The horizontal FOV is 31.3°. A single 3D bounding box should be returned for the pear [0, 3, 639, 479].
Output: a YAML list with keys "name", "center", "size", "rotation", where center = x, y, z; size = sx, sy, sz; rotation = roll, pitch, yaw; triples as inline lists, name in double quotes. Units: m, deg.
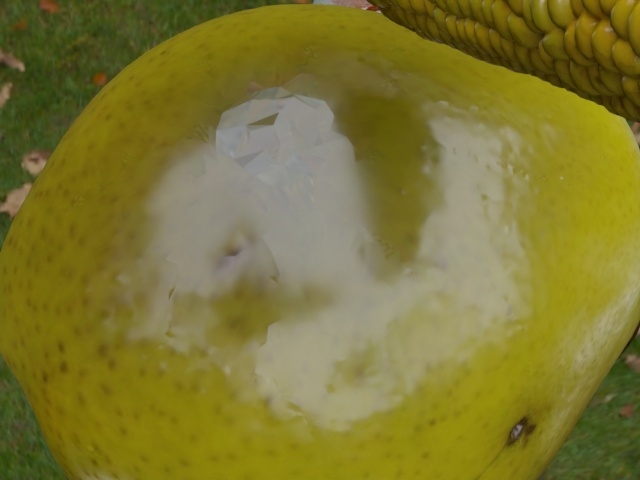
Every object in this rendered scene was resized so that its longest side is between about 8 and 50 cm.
- name: "pear"
  center: [0.000, 0.000, 0.640]
  size: [0.386, 0.191, 0.340]
  rotation: [-24, 64, -4]

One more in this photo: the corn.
- name: "corn"
  center: [0.093, -0.110, 0.433]
  size: [0.101, 0.310, 0.101]
  rotation: [-8, 111, -21]

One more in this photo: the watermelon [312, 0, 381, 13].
- name: "watermelon"
  center: [0.103, -0.200, 0.984]
  size: [0.241, 0.094, 0.154]
  rotation: [-9, 34, 3]
